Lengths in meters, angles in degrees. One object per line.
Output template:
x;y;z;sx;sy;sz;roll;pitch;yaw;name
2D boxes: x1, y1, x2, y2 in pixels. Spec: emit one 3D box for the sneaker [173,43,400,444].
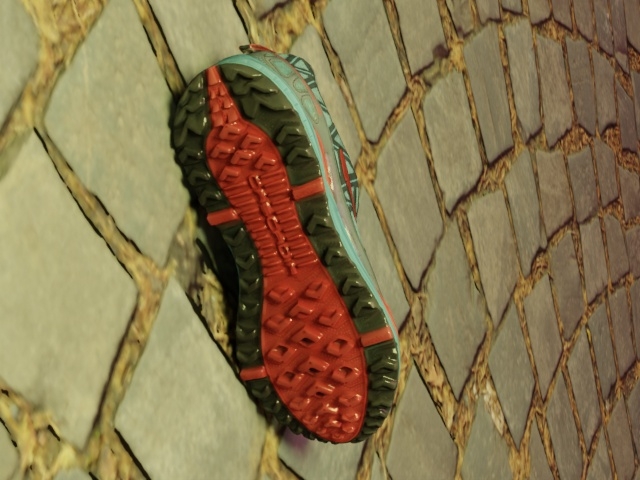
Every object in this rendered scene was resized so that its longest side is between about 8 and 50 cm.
0.000;0.000;0.868;0.125;0.104;0.262;-51;130;-61;sneaker
